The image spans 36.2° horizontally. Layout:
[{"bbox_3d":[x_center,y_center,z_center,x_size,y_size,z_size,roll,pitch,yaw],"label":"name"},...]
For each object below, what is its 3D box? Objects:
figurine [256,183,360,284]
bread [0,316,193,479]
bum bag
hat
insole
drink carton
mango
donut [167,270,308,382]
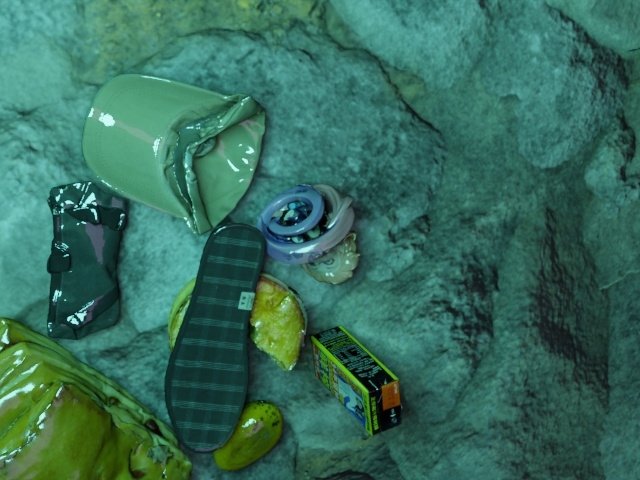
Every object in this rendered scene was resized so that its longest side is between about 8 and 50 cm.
[{"bbox_3d":[-0.002,-0.010,1.228,0.157,0.126,0.114,30,52,-57],"label":"figurine"},{"bbox_3d":[-0.329,0.273,1.124,0.277,0.167,0.324,-43,123,-6],"label":"bread"},{"bbox_3d":[-0.269,0.028,1.126,0.087,0.049,0.198,-1,111,-23],"label":"bum bag"},{"bbox_3d":[-0.167,-0.114,1.124,0.173,0.144,0.166,25,96,11],"label":"hat"},{"bbox_3d":[-0.123,0.123,1.185,0.110,0.012,0.309,8,109,-21],"label":"insole"},{"bbox_3d":[0.048,0.180,1.288,0.056,0.165,0.071,-20,119,-20],"label":"drink carton"},{"bbox_3d":[-0.098,0.263,1.313,0.114,0.057,0.079,-49,129,8],"label":"mango"},{"bbox_3d":[-0.107,0.095,1.228,0.181,0.078,0.146,-3,111,-20],"label":"donut"}]
